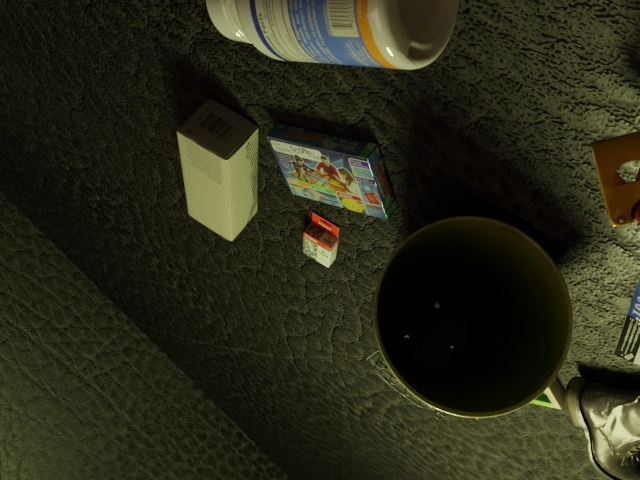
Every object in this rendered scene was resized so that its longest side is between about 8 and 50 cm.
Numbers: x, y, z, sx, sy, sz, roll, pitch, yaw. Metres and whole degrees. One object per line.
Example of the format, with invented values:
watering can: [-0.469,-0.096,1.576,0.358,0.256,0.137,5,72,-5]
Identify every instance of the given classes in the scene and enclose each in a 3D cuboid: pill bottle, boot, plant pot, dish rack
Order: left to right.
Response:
pill bottle: [0.003,-0.274,0.847,0.272,0.152,0.152,15,146,39]
dish rack: [0.201,0.257,1.442,0.208,0.074,0.271,40,146,-1]
plant pot: [0.200,0.131,1.168,0.275,0.274,0.293,35,168,5]
boot: [0.531,0.317,1.205,0.229,0.091,0.263,-4,130,54]

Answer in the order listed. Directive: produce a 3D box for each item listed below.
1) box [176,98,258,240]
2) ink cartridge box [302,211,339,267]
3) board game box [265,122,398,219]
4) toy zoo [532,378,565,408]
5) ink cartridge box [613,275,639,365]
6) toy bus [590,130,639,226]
box: [-0.181,-0.121,1.379,0.113,0.094,0.275,32,153,11]
ink cartridge box: [0.000,0.000,1.420,0.063,0.029,0.115,31,153,14]
board game box: [0.018,-0.111,1.215,0.201,0.035,0.136,18,147,34]
toy zoo: [0.289,0.217,1.409,0.293,0.030,0.192,5,138,48]
ink cartridge box: [0.460,0.106,1.007,0.097,0.046,0.207,23,150,25]
toy bus: [0.369,-0.081,0.750,0.191,0.202,0.104,-7,99,64]
